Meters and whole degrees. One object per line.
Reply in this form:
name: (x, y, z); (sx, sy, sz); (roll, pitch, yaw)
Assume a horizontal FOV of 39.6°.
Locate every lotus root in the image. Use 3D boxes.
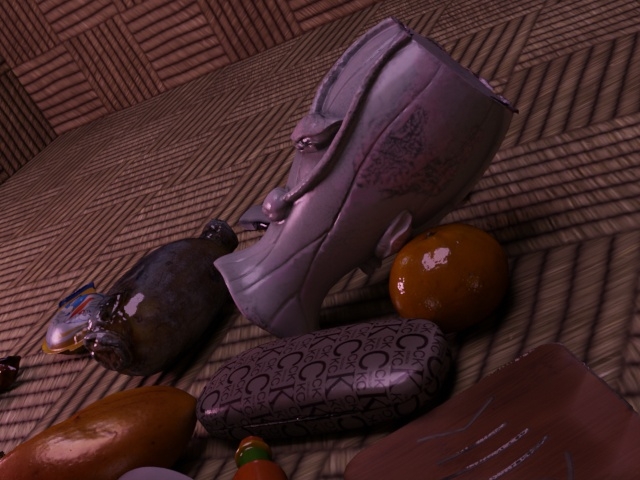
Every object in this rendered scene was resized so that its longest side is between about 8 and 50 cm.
lotus root: (-0.247, 0.097, 1.466); (0.175, 0.175, 0.349); (-9, 27, 40)

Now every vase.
vase: (0.043, -0.068, 1.209); (0.445, 0.250, 0.250); (-52, 18, 16)

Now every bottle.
bottle: (-0.066, 0.280, 0.987); (0.069, 0.069, 0.187); (-30, 21, 2)

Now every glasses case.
glasses case: (-0.005, 0.174, 1.099); (0.354, 0.085, 0.137); (-15, 29, 33)

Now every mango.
mango: (-0.277, 0.278, 1.162); (0.257, 0.138, 0.187); (-24, 7, 7)

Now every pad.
pad: (0.171, 0.228, 0.864); (0.286, 0.018, 0.284); (-31, 22, 0)

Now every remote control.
remote control: (-0.092, -0.047, 1.726); (0.166, 0.029, 0.065); (0, 37, 50)

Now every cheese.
cheese: (-0.467, 0.148, 1.727); (0.177, 0.069, 0.270); (-34, 23, -7)

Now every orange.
orange: (0.159, 0.043, 1.117); (0.156, 0.124, 0.156); (-24, 24, 12)

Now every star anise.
star anise: (-0.640, 0.276, 1.702); (0.167, 0.057, 0.168); (-17, 32, 11)

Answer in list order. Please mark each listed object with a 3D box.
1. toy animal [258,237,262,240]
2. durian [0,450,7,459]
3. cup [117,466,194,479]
toy animal: (0.002, 0.005, 1.410); (0.216, 0.074, 0.176); (-12, -5, -41)
durian: (-0.540, 0.365, 1.245); (0.200, 0.177, 0.237); (16, 56, 48)
cup: (-0.205, 0.366, 0.877); (0.241, 0.185, 0.226); (-54, 3, 34)
